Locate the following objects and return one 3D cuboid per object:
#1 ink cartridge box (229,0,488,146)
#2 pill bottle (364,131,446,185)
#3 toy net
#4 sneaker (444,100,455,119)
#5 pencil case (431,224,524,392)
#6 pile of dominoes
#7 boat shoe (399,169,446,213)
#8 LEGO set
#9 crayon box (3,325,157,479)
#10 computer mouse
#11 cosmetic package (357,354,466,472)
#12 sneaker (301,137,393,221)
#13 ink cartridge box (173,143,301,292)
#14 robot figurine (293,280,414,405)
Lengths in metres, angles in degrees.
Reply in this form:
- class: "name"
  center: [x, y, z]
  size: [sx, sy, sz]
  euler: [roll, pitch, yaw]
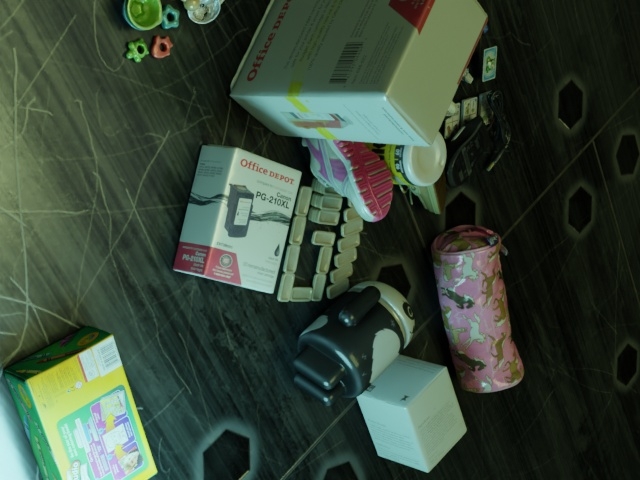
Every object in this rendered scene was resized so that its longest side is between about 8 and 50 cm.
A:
- class: "ink cartridge box"
  center: [0.061, -0.331, 1.781]
  size: [0.160, 0.385, 0.279]
  euler: [39, 69, -43]
- class: "pill bottle"
  center: [0.136, -0.173, 1.994]
  size: [0.119, 0.209, 0.119]
  euler: [-7, 101, -44]
- class: "toy net"
  center: [-0.240, -0.386, 1.717]
  size: [0.232, 0.045, 0.122]
  euler: [-27, 113, -39]
- class: "sneaker"
  center: [0.161, -0.326, 2.017]
  size: [0.094, 0.235, 0.153]
  euler: [66, 32, -69]
- class: "pencil case"
  center: [0.364, 0.161, 2.299]
  size: [0.160, 0.167, 0.386]
  euler: [-59, 140, -65]
- class: "pile of dominoes"
  center: [0.000, 0.000, 2.024]
  size: [0.196, 0.040, 0.251]
  euler: [5, 100, -44]
- class: "boat shoe"
  center: [0.200, -0.176, 2.153]
  size: [0.104, 0.089, 0.285]
  euler: [-68, 141, -50]
- class: "LEGO set"
  center: [0.329, -0.370, 2.277]
  size: [0.182, 0.060, 0.244]
  euler: [-23, 123, -40]
- class: "crayon box"
  center: [-0.390, 0.303, 1.644]
  size: [0.165, 0.081, 0.278]
  euler: [-29, 115, -37]
- class: "computer mouse"
  center: [0.353, -0.209, 2.310]
  size: [0.262, 0.060, 0.184]
  euler: [-56, 143, -21]
- class: "cosmetic package"
  center: [0.198, 0.372, 2.169]
  size: [0.151, 0.151, 0.183]
  euler: [-38, 121, -34]
- class: "sneaker"
  center: [0.049, -0.140, 1.936]
  size: [0.103, 0.111, 0.252]
  euler: [-12, 69, -42]
- class: "ink cartridge box"
  center: [-0.149, -0.039, 1.814]
  size: [0.172, 0.100, 0.237]
  euler: [17, 84, -44]
- class: "robot figurine"
  center: [0.069, 0.204, 2.005]
  size: [0.278, 0.209, 0.173]
  euler: [-41, 98, -32]
